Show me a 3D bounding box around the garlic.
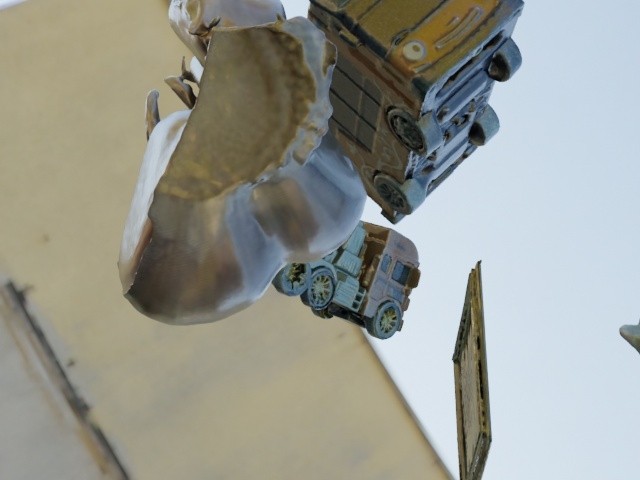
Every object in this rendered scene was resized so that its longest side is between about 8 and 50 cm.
[{"bbox_3d":[-0.078,-0.069,0.988,0.237,0.210,0.292,66,-10,-3],"label":"garlic"}]

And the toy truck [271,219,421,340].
[{"bbox_3d":[0.000,0.000,1.366,0.108,0.257,0.140,16,-98,44],"label":"toy truck"}]

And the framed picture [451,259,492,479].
[{"bbox_3d":[0.172,0.177,1.542,0.274,0.017,0.217,89,0,-60],"label":"framed picture"}]

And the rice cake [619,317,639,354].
[{"bbox_3d":[0.331,0.121,1.073,0.206,0.069,0.063,49,-46,-9],"label":"rice cake"}]

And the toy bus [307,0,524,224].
[{"bbox_3d":[0.087,-0.174,1.423,0.194,0.162,0.323,43,-18,14],"label":"toy bus"}]
